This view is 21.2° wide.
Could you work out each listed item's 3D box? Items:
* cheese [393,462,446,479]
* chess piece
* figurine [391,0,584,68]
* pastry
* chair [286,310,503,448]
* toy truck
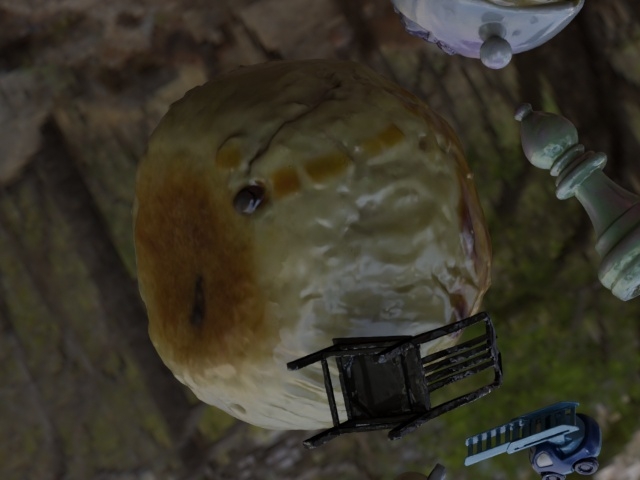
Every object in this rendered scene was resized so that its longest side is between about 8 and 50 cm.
[{"bbox_3d":[0.088,0.314,1.867,0.163,0.082,0.286,-57,173,-26],"label":"cheese"},{"bbox_3d":[0.331,-0.067,2.081,0.139,0.271,0.139,-35,163,-13],"label":"chess piece"},{"bbox_3d":[0.088,-0.206,1.208,0.194,0.133,0.274,5,-164,-36],"label":"figurine"},{"bbox_3d":[0.000,0.000,1.706,0.313,0.388,0.388,-8,161,-41],"label":"pastry"},{"bbox_3d":[0.072,0.119,1.515,0.101,0.084,0.212,-8,-175,32],"label":"chair"},{"bbox_3d":[0.219,0.212,1.744,0.136,0.074,0.063,-27,-142,31],"label":"toy truck"}]
